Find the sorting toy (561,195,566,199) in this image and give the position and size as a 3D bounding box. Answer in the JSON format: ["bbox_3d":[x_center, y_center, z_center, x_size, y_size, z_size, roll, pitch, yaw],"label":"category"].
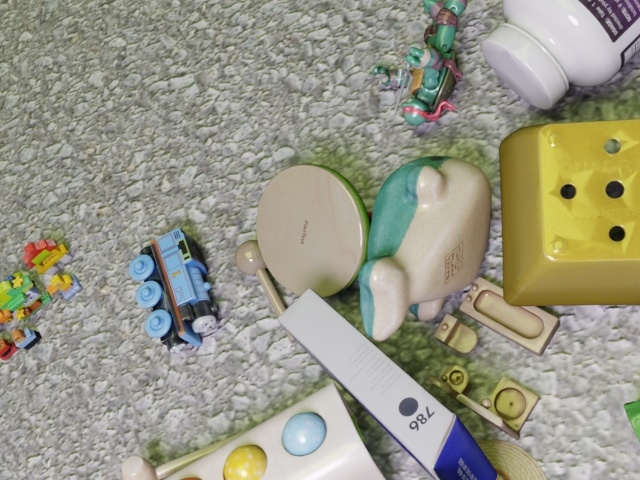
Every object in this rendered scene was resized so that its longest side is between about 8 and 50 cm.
[{"bbox_3d":[0.293,-0.025,0.997,0.083,0.045,0.075,46,112,31],"label":"sorting toy"}]

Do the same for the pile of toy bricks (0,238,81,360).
[{"bbox_3d":[-0.496,0.095,1.258,0.212,0.105,0.118,-40,60,5],"label":"pile of toy bricks"}]

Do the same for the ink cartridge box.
[{"bbox_3d":[0.091,0.193,0.880,0.065,0.165,0.333,-43,46,-7],"label":"ink cartridge box"}]

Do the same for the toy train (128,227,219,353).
[{"bbox_3d":[-0.215,0.075,1.159,0.105,0.080,0.184,-27,61,6],"label":"toy train"}]

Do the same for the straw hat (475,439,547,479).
[{"bbox_3d":[0.193,0.300,0.897,0.145,0.061,0.144,-9,67,22],"label":"straw hat"}]

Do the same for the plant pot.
[{"bbox_3d":[0.310,-0.037,0.860,0.212,0.187,0.212,-2,83,12],"label":"plant pot"}]

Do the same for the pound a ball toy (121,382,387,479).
[{"bbox_3d":[-0.105,0.282,0.964,0.319,0.135,0.208,-29,41,-1],"label":"pound a ball toy"}]

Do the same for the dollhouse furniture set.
[{"bbox_3d":[0.201,0.126,0.924,0.144,0.123,0.151,30,84,30],"label":"dollhouse furniture set"}]

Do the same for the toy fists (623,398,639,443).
[{"bbox_3d":[0.434,0.259,0.788,0.142,0.096,0.279,-28,63,20],"label":"toy fists"}]

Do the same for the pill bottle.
[{"bbox_3d":[0.363,-0.326,0.995,0.323,0.181,0.181,-45,59,2],"label":"pill bottle"}]

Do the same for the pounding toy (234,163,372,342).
[{"bbox_3d":[0.000,0.000,1.093,0.183,0.110,0.237,50,124,20],"label":"pounding toy"}]

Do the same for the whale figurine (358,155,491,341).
[{"bbox_3d":[0.105,0.004,0.947,0.141,0.216,0.272,16,40,30],"label":"whale figurine"}]

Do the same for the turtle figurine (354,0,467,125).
[{"bbox_3d":[0.143,-0.250,1.107,0.175,0.118,0.234,-8,58,66],"label":"turtle figurine"}]
